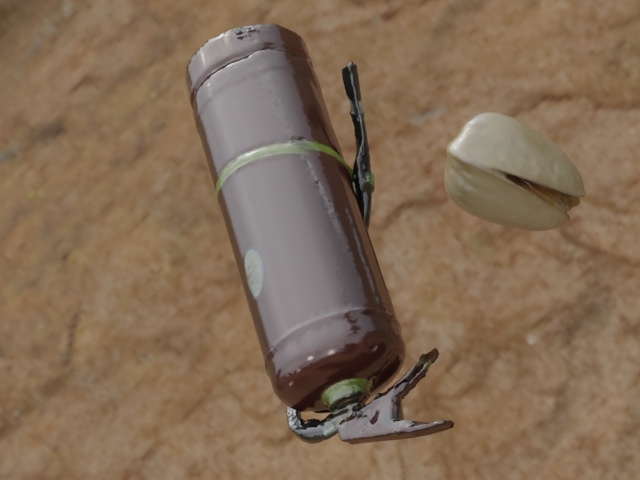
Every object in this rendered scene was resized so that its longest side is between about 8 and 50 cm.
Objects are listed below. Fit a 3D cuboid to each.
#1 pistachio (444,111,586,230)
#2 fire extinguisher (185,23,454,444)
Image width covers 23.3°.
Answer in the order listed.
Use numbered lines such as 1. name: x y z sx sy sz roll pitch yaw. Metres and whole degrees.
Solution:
1. pistachio: 0.192 -0.065 1.541 0.113 0.149 0.113 -159 90 -85
2. fire extinguisher: 0.000 0.000 1.063 0.141 0.105 0.341 -37 54 26
